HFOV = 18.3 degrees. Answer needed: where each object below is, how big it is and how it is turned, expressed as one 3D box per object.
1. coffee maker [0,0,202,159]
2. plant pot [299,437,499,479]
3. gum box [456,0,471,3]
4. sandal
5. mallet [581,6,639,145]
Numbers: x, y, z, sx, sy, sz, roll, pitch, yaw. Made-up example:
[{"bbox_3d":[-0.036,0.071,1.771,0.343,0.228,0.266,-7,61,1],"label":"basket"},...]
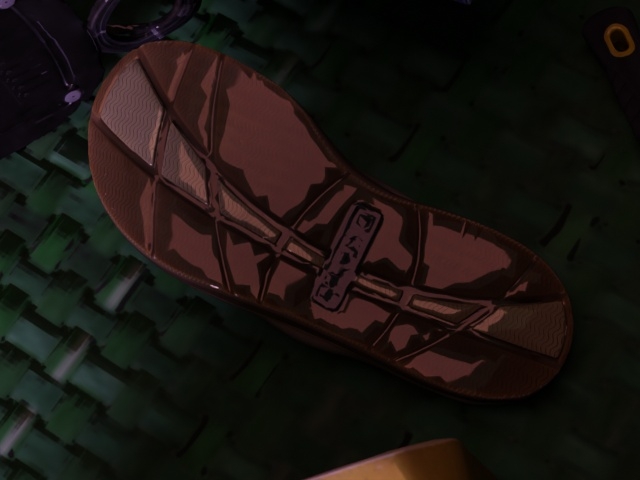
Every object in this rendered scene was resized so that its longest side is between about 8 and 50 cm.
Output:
[{"bbox_3d":[-0.154,-0.119,0.725,0.171,0.120,0.178,-14,61,-19],"label":"coffee maker"},{"bbox_3d":[-0.025,0.181,0.496,0.212,0.212,0.187,-20,75,6],"label":"plant pot"},{"bbox_3d":[-0.015,-0.175,0.633,0.184,0.041,0.157,17,81,16],"label":"gum box"},{"bbox_3d":[0.000,0.000,0.655,0.180,0.049,0.072,29,82,11],"label":"sandal"},{"bbox_3d":[0.117,0.004,0.625,0.062,0.039,0.189,-28,57,-2],"label":"mallet"}]
